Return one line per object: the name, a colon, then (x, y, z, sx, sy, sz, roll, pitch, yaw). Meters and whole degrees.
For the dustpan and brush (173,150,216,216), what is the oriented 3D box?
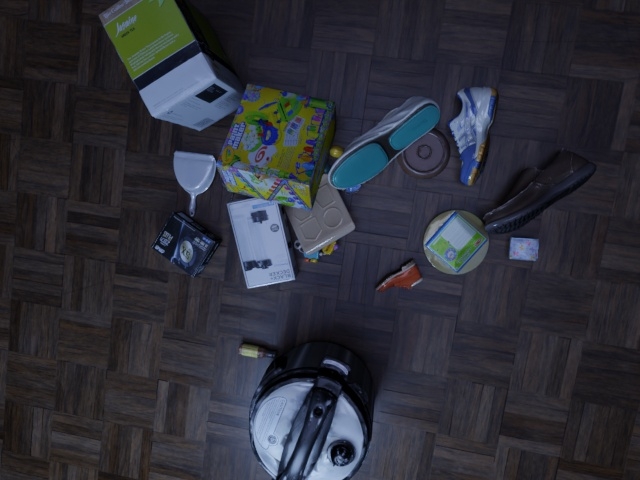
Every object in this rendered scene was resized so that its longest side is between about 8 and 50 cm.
dustpan and brush: (-0.431, -0.186, 1.637, 0.147, 0.060, 0.211, 8, 90, 8)

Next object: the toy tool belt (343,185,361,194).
toy tool belt: (0.109, -0.180, 1.561, 0.083, 0.051, 0.052, -24, 93, 9)

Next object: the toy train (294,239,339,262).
toy train: (0.000, 0.000, 1.602, 0.166, 0.046, 0.125, -37, 71, 17)

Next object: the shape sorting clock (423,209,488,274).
shape sorting clock: (0.431, 0.006, 1.543, 0.206, 0.040, 0.206, 0, 93, 5)

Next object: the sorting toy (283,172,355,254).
sorting toy: (-0.007, -0.084, 1.571, 0.193, 0.038, 0.208, -31, 78, 18)

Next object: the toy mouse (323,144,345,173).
toy mouse: (0.048, -0.235, 1.574, 0.161, 0.031, 0.143, 21, 98, 5)

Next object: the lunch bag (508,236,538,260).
lunch bag: (0.635, 0.026, 1.513, 0.083, 0.053, 0.071, 3, 94, 17)

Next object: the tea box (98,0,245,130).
tea box: (-0.417, -0.538, 1.454, 0.220, 0.329, 0.323, -27, 91, 10)

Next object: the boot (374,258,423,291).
boot: (0.255, 0.136, 1.574, 0.158, 0.059, 0.085, -32, 96, 9)

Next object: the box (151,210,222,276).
box: (-0.453, 0.010, 1.643, 0.180, 0.077, 0.147, 35, 100, 3)

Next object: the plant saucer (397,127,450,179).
plant saucer: (0.327, -0.278, 1.534, 0.168, 0.029, 0.168, 1, 95, 8)

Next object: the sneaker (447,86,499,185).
sneaker: (0.453, -0.320, 1.488, 0.131, 0.112, 0.296, 13, 96, 24)

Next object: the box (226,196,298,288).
box: (-0.184, -0.003, 1.584, 0.169, 0.087, 0.290, -10, 101, 6)

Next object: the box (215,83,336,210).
box: (-0.123, -0.281, 1.463, 0.279, 0.177, 0.290, 15, 71, 7)

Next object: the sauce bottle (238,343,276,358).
sauce bottle: (-0.217, 0.385, 1.669, 0.128, 0.042, 0.042, 11, 97, 7)

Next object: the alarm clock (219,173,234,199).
alarm clock: (-0.268, -0.239, 1.599, 0.129, 0.064, 0.192, -12, 97, 9)

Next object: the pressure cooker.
pressure cooker: (-0.016, 0.526, 1.467, 0.375, 0.420, 0.370, -21, 94, 10)

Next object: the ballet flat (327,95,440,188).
ballet flat: (0.184, -0.308, 1.507, 0.400, 0.139, 0.139, -36, 90, 7)

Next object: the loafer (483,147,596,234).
loafer: (0.640, -0.148, 1.471, 0.366, 0.134, 0.130, -32, 68, 0)
